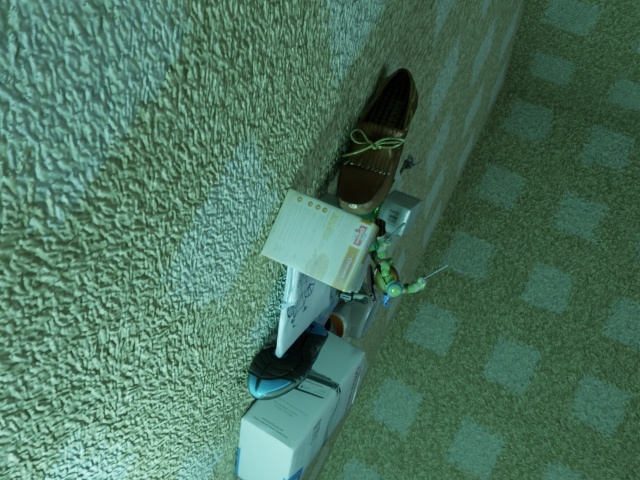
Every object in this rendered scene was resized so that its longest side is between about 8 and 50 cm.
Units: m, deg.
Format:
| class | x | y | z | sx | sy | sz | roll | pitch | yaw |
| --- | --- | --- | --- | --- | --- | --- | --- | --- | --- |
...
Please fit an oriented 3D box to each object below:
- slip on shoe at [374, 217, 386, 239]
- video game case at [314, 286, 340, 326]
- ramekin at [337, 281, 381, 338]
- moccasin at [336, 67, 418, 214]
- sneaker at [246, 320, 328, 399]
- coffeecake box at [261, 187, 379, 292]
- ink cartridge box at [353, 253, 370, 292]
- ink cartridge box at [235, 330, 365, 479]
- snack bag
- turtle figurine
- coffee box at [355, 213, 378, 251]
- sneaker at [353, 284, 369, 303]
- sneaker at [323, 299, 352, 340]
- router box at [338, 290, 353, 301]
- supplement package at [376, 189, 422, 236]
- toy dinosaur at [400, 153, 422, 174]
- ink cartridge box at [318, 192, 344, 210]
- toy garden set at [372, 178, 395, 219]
| class | x | y | z | sx | sy | sz | roll | pitch | yaw |
| --- | --- | --- | --- | --- | --- | --- | --- | --- | --- |
| slip on shoe | 0.172 | -0.025 | 1.911 | 0.135 | 0.051 | 0.041 | -72 | -177 | -64 |
| video game case | 0.007 | 0.167 | 1.801 | 0.204 | 0.025 | 0.285 | -58 | 163 | -29 |
| ramekin | 0.128 | 0.242 | 2.160 | 0.207 | 0.109 | 0.207 | -58 | 163 | -29 |
| moccasin | 0.137 | -0.230 | 1.435 | 0.380 | 0.139 | 0.147 | -60 | 162 | -21 |
| sneaker | -0.080 | 0.321 | 1.548 | 0.341 | 0.125 | 0.140 | -31 | 146 | -62 |
| coffeecake box | 0.000 | 0.000 | 1.221 | 0.142 | 0.185 | 0.068 | -66 | 165 | 0 |
| ink cartridge box | 0.076 | 0.072 | 1.628 | 0.150 | 0.063 | 0.109 | 34 | 76 | -75 |
| ink cartridge box | -0.052 | 0.483 | 1.756 | 0.395 | 0.166 | 0.285 | -44 | 153 | -44 |
| snack bag | -0.015 | 0.084 | 1.514 | 0.323 | 0.037 | 0.343 | -40 | 144 | -61 |
| turtle figurine | 0.251 | 0.067 | 1.980 | 0.266 | 0.197 | 0.275 | -130 | -121 | -69 |
| coffee box | 0.105 | -0.074 | 1.555 | 0.113 | 0.040 | 0.184 | 62 | 17 | -67 |
| sneaker | 0.110 | 0.150 | 1.966 | 0.161 | 0.057 | 0.075 | 9 | -101 | 68 |
| sneaker | 0.059 | 0.308 | 2.044 | 0.121 | 0.099 | 0.262 | -49 | 158 | -45 |
| router box | 0.106 | 0.077 | 1.908 | 0.179 | 0.046 | 0.133 | -65 | 169 | -51 |
| supplement package | 0.268 | -0.094 | 2.143 | 0.179 | 0.105 | 0.105 | -31 | 141 | -64 |
| toy dinosaur | 0.306 | -0.270 | 2.180 | 0.090 | 0.047 | 0.082 | -35 | 179 | 11 |
| ink cartridge box | 0.019 | -0.070 | 1.416 | 0.115 | 0.063 | 0.029 | -39 | 151 | -58 |
| toy garden set | 0.133 | -0.068 | 1.828 | 0.204 | 0.049 | 0.244 | -63 | 176 | 28 |
